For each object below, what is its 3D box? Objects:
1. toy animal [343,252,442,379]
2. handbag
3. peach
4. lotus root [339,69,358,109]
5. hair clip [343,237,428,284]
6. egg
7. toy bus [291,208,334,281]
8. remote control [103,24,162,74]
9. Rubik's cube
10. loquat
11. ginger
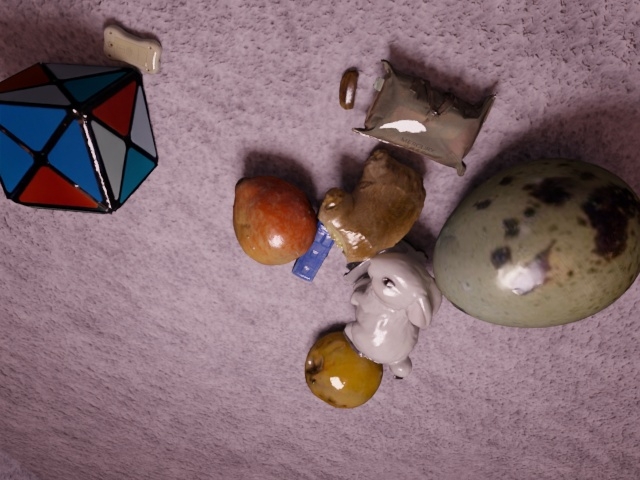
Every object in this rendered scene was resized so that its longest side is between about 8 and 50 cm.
[{"bbox_3d":[0.188,0.178,1.124,0.258,0.194,0.357,42,146,20],"label":"toy animal"},{"bbox_3d":[0.220,-0.258,0.919,0.270,0.117,0.182,20,118,-5],"label":"handbag"},{"bbox_3d":[-0.125,-0.054,1.051,0.233,0.232,0.232,4,126,5],"label":"peach"},{"bbox_3d":[0.058,-0.321,0.943,0.037,0.030,0.083,10,126,3],"label":"lotus root"},{"bbox_3d":[0.164,0.051,1.188,0.220,0.054,0.140,-31,112,23],"label":"hair clip"},{"bbox_3d":[0.446,0.017,0.941,0.345,0.345,0.428,40,124,-19],"label":"egg"},{"bbox_3d":[0.002,0.002,1.145,0.079,0.094,0.236,22,125,-9],"label":"toy bus"},{"bbox_3d":[-0.403,-0.409,0.944,0.122,0.032,0.074,20,126,-6],"label":"remote control"},{"bbox_3d":[-0.535,-0.227,0.964,0.246,0.250,0.248,6,128,4],"label":"Rubik's cube"},{"bbox_3d":[0.075,0.395,1.348,0.244,0.244,0.243,4,126,5],"label":"loquat"},{"bbox_3d":[0.110,-0.079,1.004,0.221,0.130,0.275,18,90,-17],"label":"ginger"}]
